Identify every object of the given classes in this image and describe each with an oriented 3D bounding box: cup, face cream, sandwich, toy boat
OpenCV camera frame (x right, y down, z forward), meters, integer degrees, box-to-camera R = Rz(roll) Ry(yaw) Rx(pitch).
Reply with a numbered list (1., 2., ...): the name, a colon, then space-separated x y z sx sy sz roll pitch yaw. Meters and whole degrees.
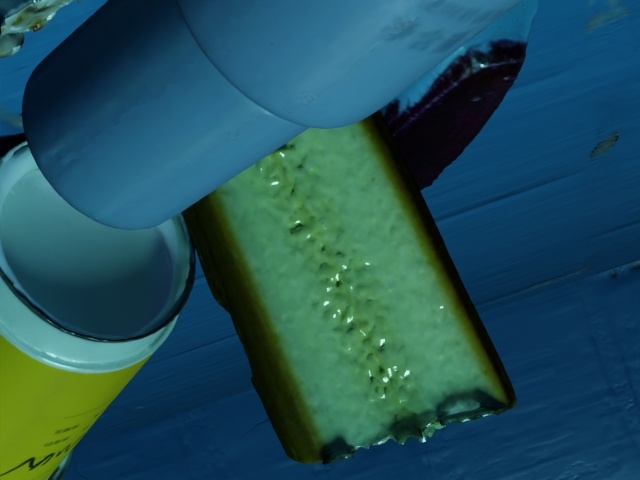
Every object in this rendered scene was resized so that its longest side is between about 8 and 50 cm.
1. cup: -0.198 0.059 1.029 0.196 0.196 0.280 -10 160 -39
2. face cream: 0.054 -0.113 0.461 0.385 0.086 0.136 -32 168 38
3. sandwich: 0.000 0.000 0.918 0.122 0.235 0.128 -23 -177 -10
4. toy boat: 0.027 -0.065 1.060 0.136 0.079 0.392 -13 166 -22

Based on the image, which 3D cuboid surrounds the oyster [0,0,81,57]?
1. oyster: -0.176 -0.072 0.684 0.166 0.053 0.108 -26 -163 -1
